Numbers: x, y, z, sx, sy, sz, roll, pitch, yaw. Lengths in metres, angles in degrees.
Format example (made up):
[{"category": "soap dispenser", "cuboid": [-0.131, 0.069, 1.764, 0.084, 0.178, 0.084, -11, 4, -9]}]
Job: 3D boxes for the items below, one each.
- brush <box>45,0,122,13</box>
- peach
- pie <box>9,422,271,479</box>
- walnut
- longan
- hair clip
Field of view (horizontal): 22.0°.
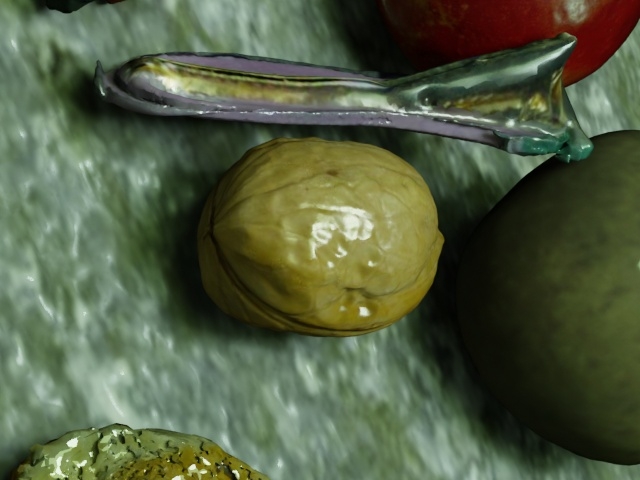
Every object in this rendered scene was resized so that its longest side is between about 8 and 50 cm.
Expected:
[{"category": "brush", "cuboid": [-0.069, -0.223, 1.176, 0.323, 0.070, 0.051, -36, 104, -41]}, {"category": "peach", "cuboid": [0.142, -0.224, 1.263, 0.243, 0.199, 0.244, 16, 60, -30]}, {"category": "pie", "cuboid": [-0.087, 0.267, 1.001, 0.308, 0.085, 0.308, 12, 70, -37]}, {"category": "walnut", "cuboid": [0.000, 0.000, 1.114, 0.180, 0.144, 0.144, 0, 77, -27]}, {"category": "longan", "cuboid": [0.222, 0.049, 1.237, 0.246, 0.246, 0.215, 35, 14, -27]}, {"category": "hair clip", "cuboid": [0.017, -0.105, 1.148, 0.358, 0.096, 0.110, -1, 58, -14]}]
